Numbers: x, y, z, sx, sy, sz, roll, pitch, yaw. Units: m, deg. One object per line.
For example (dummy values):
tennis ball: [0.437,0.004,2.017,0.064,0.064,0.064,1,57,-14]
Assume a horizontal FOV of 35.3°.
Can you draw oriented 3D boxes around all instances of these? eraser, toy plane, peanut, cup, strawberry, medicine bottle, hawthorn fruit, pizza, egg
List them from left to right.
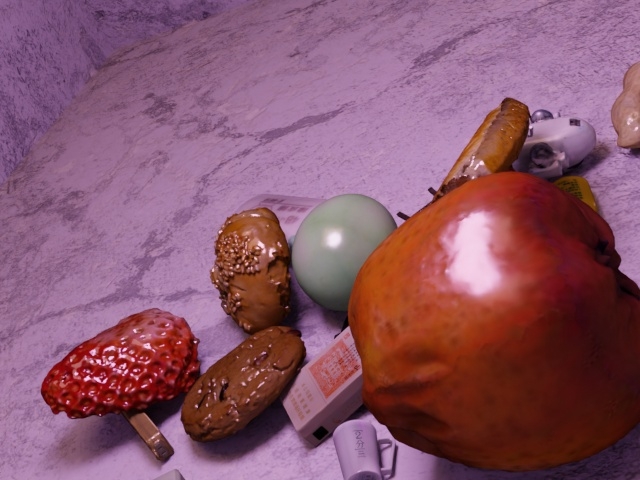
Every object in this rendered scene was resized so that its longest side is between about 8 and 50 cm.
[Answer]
strawberry: [-0.417,0.246,2.095,0.336,0.149,0.265,-18,26,-29]
eraser: [-0.091,-0.034,2.375,0.270,0.094,0.174,9,46,46]
egg: [0.054,0.021,2.039,0.221,0.220,0.269,-17,31,23]
cup: [0.079,0.362,1.688,0.104,0.074,0.116,-3,35,-7]
pizza: [0.269,-0.065,1.865,0.406,0.130,0.440,-61,-6,29]
hawthorn fruit: [0.266,0.142,1.514,0.472,0.471,0.471,-22,32,15]
toy plane: [0.440,-0.180,2.087,0.267,0.122,0.266,-23,28,13]
medicine bottle: [0.482,-0.032,1.893,0.095,0.064,0.260,-24,31,16]
peanut: [0.659,-0.282,2.064,0.117,0.101,0.263,-25,25,51]

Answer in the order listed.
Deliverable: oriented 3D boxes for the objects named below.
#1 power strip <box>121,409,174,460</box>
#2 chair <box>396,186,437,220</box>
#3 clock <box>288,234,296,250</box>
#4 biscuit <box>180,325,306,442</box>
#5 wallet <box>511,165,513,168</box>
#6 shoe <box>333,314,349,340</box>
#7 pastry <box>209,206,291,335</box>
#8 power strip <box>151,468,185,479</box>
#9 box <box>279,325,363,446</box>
power strip: [-0.376,0.366,2.072,0.044,0.064,0.305,-38,31,-15]
chair: [0.251,-0.018,2.062,0.101,0.084,0.212,-37,31,-2]
clock: [0.000,0.000,2.242,0.135,0.101,0.041,-41,23,-24]
biscuit: [-0.156,0.269,1.951,0.296,0.075,0.296,-36,18,14]
wallet: [0.333,-0.049,1.981,0.149,0.044,0.250,-26,54,27]
shoe: [0.056,0.187,1.967,0.071,0.049,0.179,-16,34,25]
pastry: [-0.153,0.060,2.140,0.162,0.254,0.311,-1,12,-10]
power strip: [-0.304,0.518,1.718,0.224,0.140,0.139,-27,32,7]
box: [0.026,0.262,1.843,0.201,0.058,0.141,-41,31,4]
